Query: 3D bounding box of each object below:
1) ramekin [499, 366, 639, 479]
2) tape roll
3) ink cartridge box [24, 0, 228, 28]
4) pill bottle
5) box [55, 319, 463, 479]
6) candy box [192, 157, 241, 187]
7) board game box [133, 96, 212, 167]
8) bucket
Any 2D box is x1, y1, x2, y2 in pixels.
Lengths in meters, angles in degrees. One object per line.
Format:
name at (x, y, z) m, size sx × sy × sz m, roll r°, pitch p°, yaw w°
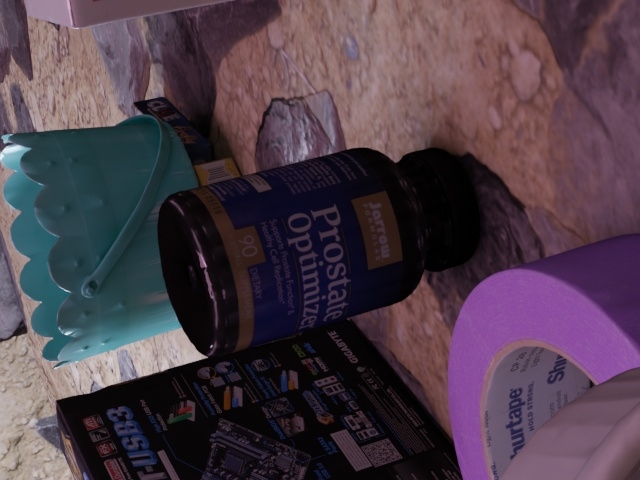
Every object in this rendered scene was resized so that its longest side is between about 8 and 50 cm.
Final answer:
ramekin at (0.192, 0.173, 0.536) m, size 0.135 × 0.277 × 0.277 m, roll 160°, pitch 94°, yaw -76°
tape roll at (0.184, 0.139, 0.764) m, size 0.275 × 0.090 × 0.275 m, roll 46°, pitch 144°, yaw 49°
ink cartridge box at (-0.186, -0.350, 1.186) m, size 0.197 × 0.198 × 0.270 m, roll 26°, pitch 128°, yaw 61°
pill bottle at (0.000, 0.000, 0.939) m, size 0.123 × 0.219 × 0.123 m, roll 49°, pitch 147°, yaw 47°
box at (-0.040, 0.205, 1.074) m, size 0.295 × 0.293 × 0.073 m, roll 48°, pitch 147°, yaw 47°
candy box at (-0.091, 0.015, 1.396) m, size 0.187 × 0.053 × 0.109 m, roll 61°, pitch 155°, yaw 28°
board game box at (-0.174, -0.035, 1.575) m, size 0.165 × 0.042 × 0.243 m, roll 44°, pitch 143°, yaw 52°
bucket at (-0.244, -0.006, 1.442) m, size 0.281 × 0.183 × 0.281 m, roll 167°, pitch 90°, yaw -69°
